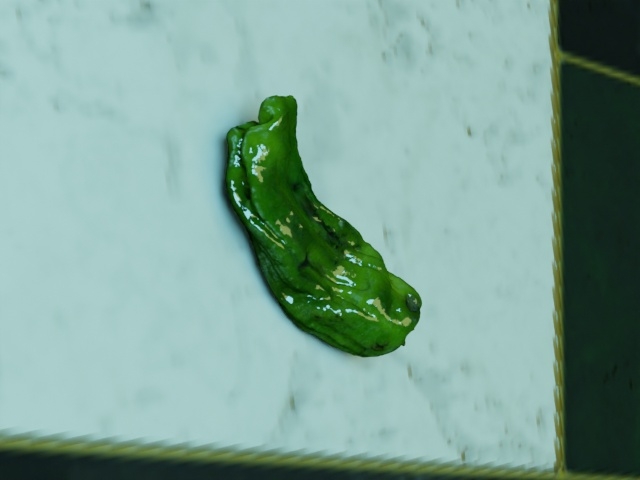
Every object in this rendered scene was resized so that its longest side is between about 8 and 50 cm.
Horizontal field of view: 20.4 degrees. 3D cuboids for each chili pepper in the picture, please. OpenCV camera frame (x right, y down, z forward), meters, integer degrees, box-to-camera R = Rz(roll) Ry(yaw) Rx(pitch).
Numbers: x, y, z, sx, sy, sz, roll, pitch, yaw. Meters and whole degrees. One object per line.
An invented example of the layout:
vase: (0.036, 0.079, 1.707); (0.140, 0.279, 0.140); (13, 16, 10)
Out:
chili pepper: (-0.002, 0.000, 0.517); (0.091, 0.034, 0.030); (56, 16, -23)
